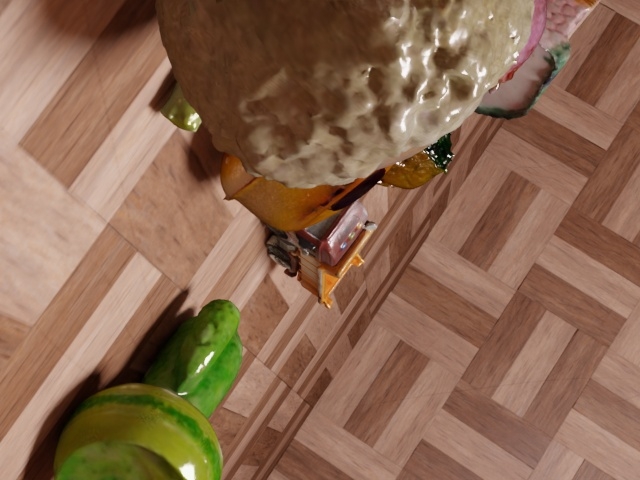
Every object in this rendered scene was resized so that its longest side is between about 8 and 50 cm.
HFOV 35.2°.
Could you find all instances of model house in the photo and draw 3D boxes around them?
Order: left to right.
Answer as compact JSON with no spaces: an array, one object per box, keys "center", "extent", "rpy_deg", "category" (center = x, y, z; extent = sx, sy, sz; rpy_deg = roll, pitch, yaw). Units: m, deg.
[{"center":[0.327,-0.356,1.645],"extent":[0.237,0.202,0.237],"rpy_deg":[-51,173,-25],"category":"model house"}]

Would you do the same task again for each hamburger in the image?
[{"center":[-0.006,-0.104,1.043],"extent":[0.237,0.147,0.237],"rpy_deg":[-38,176,-3],"category":"hamburger"}]

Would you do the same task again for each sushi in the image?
[{"center":[0.152,-0.163,1.609],"extent":[0.287,0.149,0.140],"rpy_deg":[-28,146,-58],"category":"sushi"}]

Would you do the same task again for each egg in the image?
[{"center":[0.015,-0.185,0.684],"extent":[0.279,0.279,0.310],"rpy_deg":[39,58,-79],"category":"egg"}]

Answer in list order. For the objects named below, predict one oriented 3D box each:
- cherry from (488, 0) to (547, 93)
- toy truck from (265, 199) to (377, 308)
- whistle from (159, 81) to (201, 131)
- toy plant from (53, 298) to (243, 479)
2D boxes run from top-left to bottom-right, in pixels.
[{"center":[0.221,-0.333,1.371],"extent":[0.192,0.175,0.249],"rpy_deg":[-96,-156,-67],"category":"cherry"},{"center":[0.000,0.000,1.436],"extent":[0.114,0.135,0.270],"rpy_deg":[-54,169,-15],"category":"toy truck"},{"center":[-0.064,-0.178,0.861],"extent":[0.198,0.057,0.104],"rpy_deg":[-58,169,-3],"category":"whistle"},{"center":[-0.181,0.193,1.205],"extent":[0.224,0.184,0.316],"rpy_deg":[-58,-174,29],"category":"toy plant"}]
